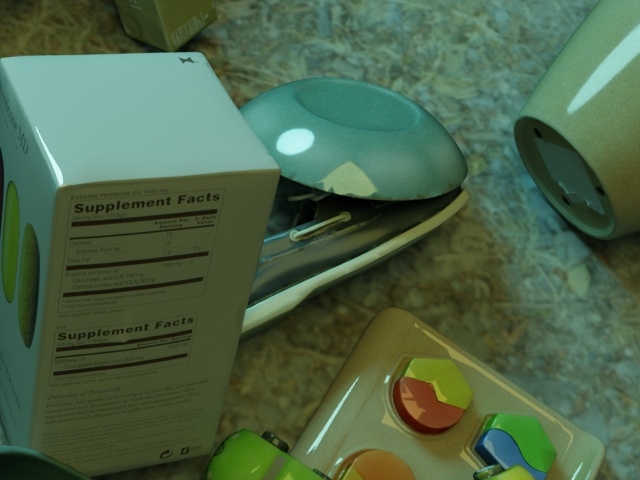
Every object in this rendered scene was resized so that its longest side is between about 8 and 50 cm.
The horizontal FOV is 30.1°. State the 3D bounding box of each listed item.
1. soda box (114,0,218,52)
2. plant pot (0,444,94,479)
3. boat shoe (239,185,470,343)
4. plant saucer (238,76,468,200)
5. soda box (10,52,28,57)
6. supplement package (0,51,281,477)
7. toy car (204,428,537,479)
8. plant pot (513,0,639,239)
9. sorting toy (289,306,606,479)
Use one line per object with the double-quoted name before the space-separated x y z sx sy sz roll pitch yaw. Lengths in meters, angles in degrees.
"soda box" -0.142 -0.244 0.952 0.061 0.181 0.058 25 55 34
"plant pot" -0.146 0.286 0.651 0.293 0.293 0.196 44 89 10
"boat shoe" 0.000 0.000 0.919 0.255 0.095 0.079 -29 85 -16
"plant saucer" 0.026 -0.092 0.943 0.195 0.037 0.195 10 27 -5
"soda box" -0.217 -0.071 0.871 0.063 0.058 0.183 11 32 -8
"supplement package" -0.132 0.018 0.760 0.134 0.244 0.139 -7 41 -27
"toy car" 0.021 0.209 0.803 0.225 0.053 0.239 36 75 0
"plant pot" 0.305 -0.130 0.992 0.274 0.256 0.256 -35 76 -10
"sorting toy" 0.092 0.170 0.884 0.208 0.038 0.193 32 61 3
